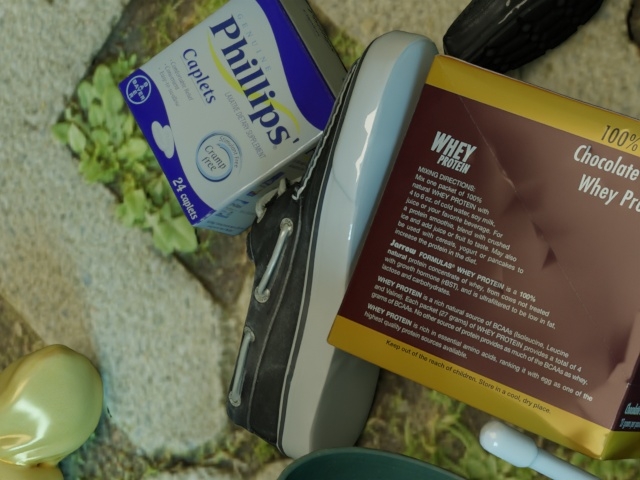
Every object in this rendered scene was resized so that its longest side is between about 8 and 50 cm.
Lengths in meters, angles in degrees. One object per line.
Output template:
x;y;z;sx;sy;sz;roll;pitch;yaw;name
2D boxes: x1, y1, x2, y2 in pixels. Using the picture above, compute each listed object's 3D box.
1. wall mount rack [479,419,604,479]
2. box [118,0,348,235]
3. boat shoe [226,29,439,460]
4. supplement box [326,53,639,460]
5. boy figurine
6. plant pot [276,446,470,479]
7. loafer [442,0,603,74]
0.272;0.096;0.961;0.304;0.130;0.350;32;92;4;wall mount rack
-0.050;-0.093;1.205;0.137;0.072;0.126;-35;72;17;box
0.000;0.000;1.132;0.102;0.108;0.301;23;115;27;boat shoe
0.142;0.011;1.071;0.191;0.129;0.194;22;94;26;supplement box
-0.254;0.197;1.256;0.177;0.092;0.285;28;95;25;boy figurine
0.051;0.290;1.010;0.290;0.290;0.195;40;112;23;plant pot
0.163;-0.195;1.120;0.223;0.076;0.078;-43;64;10;loafer
